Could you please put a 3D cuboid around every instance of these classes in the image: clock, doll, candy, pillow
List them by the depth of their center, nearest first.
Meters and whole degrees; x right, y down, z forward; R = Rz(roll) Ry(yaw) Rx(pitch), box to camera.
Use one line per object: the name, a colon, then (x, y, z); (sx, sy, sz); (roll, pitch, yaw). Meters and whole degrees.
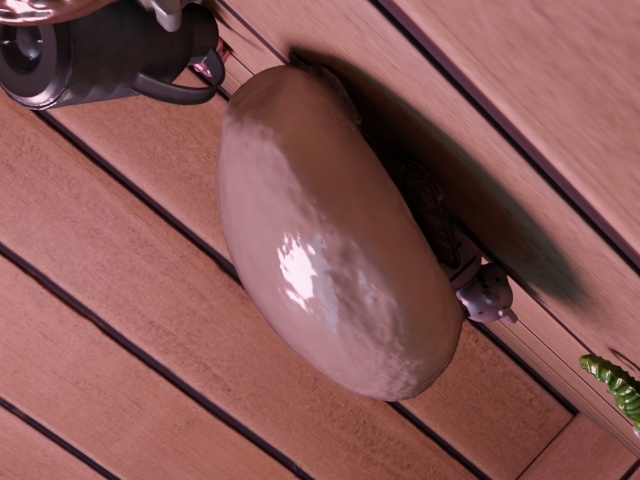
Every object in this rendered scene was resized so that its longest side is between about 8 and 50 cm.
candy: (0.000, 0.000, 0.742); (0.386, 0.186, 0.427); (58, 171, 6)
pillow: (0.087, -0.053, 0.792); (0.130, 0.038, 0.233); (64, 170, -26)
doll: (0.364, 0.187, 0.811); (0.190, 0.050, 0.115); (43, 174, -31)
clock: (0.176, 0.039, 0.875); (0.176, 0.080, 0.117); (39, -176, -42)

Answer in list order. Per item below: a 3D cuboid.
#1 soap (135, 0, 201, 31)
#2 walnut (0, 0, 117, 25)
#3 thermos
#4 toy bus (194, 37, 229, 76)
soap: (-0.164, -0.263, 0.660); (0.119, 0.066, 0.198); (43, -179, -17)
walnut: (-0.186, -0.215, 0.417); (0.231, 0.178, 0.178); (30, 178, 17)
thermos: (-0.222, -0.229, 0.824); (0.182, 0.145, 0.287); (49, -146, 11)
toy bus: (-0.203, -0.323, 1.194); (0.090, 0.063, 0.203); (38, -175, -15)
